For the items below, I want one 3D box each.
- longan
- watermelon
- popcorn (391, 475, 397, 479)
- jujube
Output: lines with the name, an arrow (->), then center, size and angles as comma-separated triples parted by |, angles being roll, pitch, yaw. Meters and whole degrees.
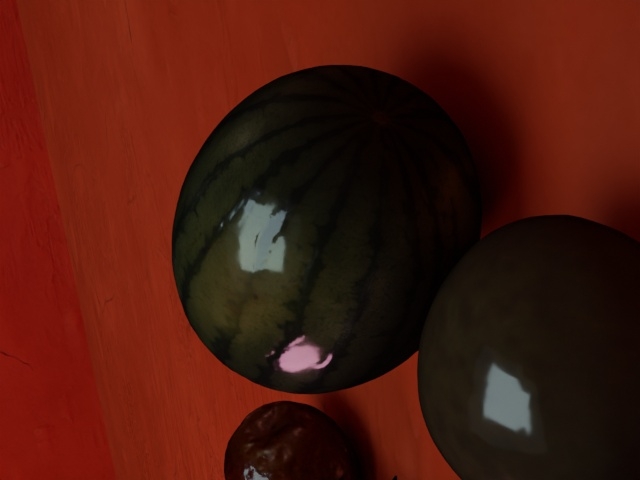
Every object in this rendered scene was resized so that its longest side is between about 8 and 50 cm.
longan -> 0.176, 0.098, 0.867 | 0.248, 0.248, 0.248 | 47, 147, 45
watermelon -> 0.000, 0.000, 1.096 | 0.279, 0.278, 0.359 | 61, 143, 24
popcorn -> 0.120, 0.350, 1.130 | 0.225, 0.249, 0.249 | 43, 160, -11
jujube -> -0.027, 0.338, 1.559 | 0.190, 0.190, 0.255 | 28, 138, 59
